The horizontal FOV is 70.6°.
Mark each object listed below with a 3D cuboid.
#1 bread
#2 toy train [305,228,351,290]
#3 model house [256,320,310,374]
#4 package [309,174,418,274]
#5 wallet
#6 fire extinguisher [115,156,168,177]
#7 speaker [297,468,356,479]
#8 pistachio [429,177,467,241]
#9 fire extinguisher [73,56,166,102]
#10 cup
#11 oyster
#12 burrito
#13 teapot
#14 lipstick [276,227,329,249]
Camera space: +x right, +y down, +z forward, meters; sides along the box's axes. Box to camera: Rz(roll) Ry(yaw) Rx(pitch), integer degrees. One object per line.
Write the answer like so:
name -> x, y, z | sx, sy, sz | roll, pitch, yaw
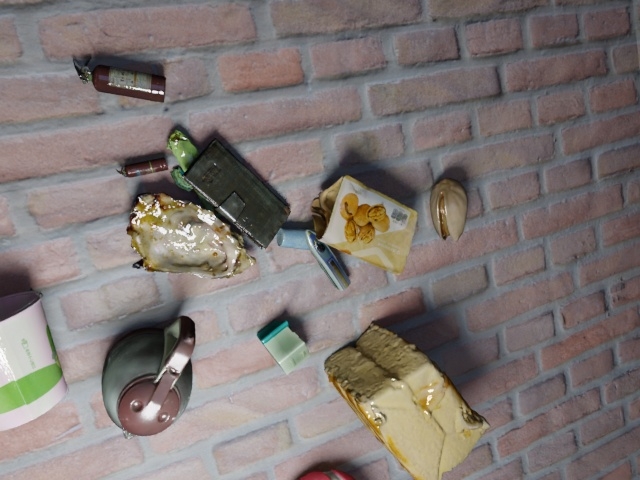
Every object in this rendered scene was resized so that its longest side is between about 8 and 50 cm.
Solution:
bread -> 0.249, 0.493, 1.405 | 0.279, 0.371, 0.390 | -43, 106, -14
toy train -> 0.020, 0.061, 1.411 | 0.055, 0.048, 0.251 | -41, 127, -10
model house -> -0.118, 0.313, 1.386 | 0.100, 0.149, 0.127 | -38, 150, -16
package -> 0.125, -0.043, 1.429 | 0.312, 0.165, 0.221 | 22, 79, -26
wallet -> -0.232, -0.132, 1.313 | 0.317, 0.044, 0.168 | 45, 58, -24
fire extinguisher -> -0.490, -0.198, 1.242 | 0.132, 0.056, 0.039 | -17, 74, -22
speaker -> 0.026, 0.868, 1.405 | 0.295, 0.294, 0.293 | -2, 95, -21
pistachio -> 0.446, -0.107, 1.565 | 0.152, 0.127, 0.222 | -14, 102, -55
fire extinguisher -> -0.533, -0.432, 1.203 | 0.232, 0.071, 0.099 | 6, 64, -20
cup -> -0.757, 0.288, 1.085 | 0.254, 0.253, 0.273 | -18, 107, -19
oyster -> -0.353, -0.014, 1.277 | 0.362, 0.096, 0.221 | 8, 104, -19
burrito -> -0.358, -0.174, 1.294 | 0.104, 0.054, 0.287 | -32, 106, -13
teapot -> -0.420, 0.342, 1.172 | 0.233, 0.312, 0.314 | 32, 83, -22
lipstick -> 0.000, 0.000, 1.437 | 0.274, 0.061, 0.067 | 5, 91, -26
